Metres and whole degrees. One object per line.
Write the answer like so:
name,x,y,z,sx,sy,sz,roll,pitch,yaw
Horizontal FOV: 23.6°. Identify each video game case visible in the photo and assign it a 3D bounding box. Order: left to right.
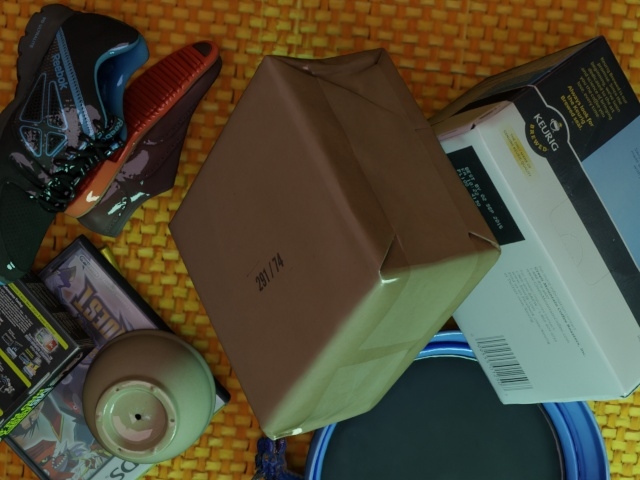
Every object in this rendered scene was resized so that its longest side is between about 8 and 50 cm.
video game case,-0.291,0.174,1.883,0.248,0.035,0.275,-41,97,10

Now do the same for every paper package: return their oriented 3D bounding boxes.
paper package,0.000,0.000,1.694,0.168,0.325,0.309,-10,60,-35

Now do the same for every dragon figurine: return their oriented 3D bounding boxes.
dragon figurine,-0.002,0.370,1.925,0.144,0.085,0.289,-11,99,0

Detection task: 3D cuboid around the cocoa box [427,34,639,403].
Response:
cocoa box,0.267,-0.017,1.758,0.228,0.231,0.347,-36,101,-30

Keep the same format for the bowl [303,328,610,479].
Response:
bowl,0.162,0.304,1.873,0.391,0.077,0.391,1,88,-15

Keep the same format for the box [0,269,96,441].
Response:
box,-0.435,0.102,1.835,0.216,0.060,0.270,-45,80,9

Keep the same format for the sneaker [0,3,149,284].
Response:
sneaker,-0.305,-0.109,1.756,0.139,0.125,0.341,12,80,20

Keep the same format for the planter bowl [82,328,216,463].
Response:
planter bowl,-0.210,0.195,1.809,0.162,0.109,0.162,1,101,3

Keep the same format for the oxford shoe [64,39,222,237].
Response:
oxford shoe,-0.202,-0.123,1.846,0.271,0.097,0.098,-48,125,5

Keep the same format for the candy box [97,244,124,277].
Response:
candy box,-0.266,0.119,1.903,0.105,0.027,0.206,-26,100,2
